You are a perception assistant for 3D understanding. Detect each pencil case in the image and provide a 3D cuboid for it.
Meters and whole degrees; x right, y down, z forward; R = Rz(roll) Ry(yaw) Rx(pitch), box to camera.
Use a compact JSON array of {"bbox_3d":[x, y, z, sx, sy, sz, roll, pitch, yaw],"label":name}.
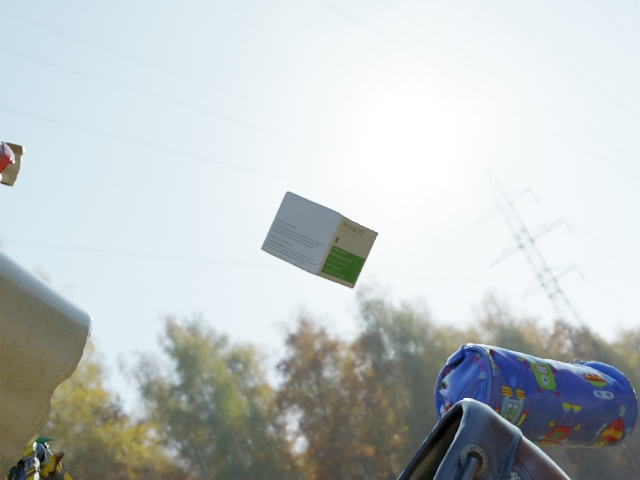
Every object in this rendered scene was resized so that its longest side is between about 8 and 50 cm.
[{"bbox_3d":[0.298,0.212,1.394,0.306,0.133,0.119,11,-40,-33],"label":"pencil case"}]

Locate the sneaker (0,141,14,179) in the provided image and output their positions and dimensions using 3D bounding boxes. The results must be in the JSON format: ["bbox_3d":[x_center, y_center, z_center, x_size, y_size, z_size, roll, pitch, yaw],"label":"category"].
[{"bbox_3d":[-0.416,-0.134,1.160,0.090,0.145,0.270,-58,9,-26],"label":"sneaker"}]

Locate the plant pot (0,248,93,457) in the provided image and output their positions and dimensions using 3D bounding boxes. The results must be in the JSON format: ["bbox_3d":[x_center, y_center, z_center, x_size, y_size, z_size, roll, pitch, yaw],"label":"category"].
[{"bbox_3d":[-0.485,0.122,1.343,0.305,0.333,0.334,31,-48,-17],"label":"plant pot"}]

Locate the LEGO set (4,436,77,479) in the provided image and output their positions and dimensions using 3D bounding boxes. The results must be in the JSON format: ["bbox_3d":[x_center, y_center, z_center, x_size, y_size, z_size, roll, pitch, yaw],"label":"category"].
[{"bbox_3d":[-0.382,0.298,0.973,0.255,0.331,0.192,-22,-63,18],"label":"LEGO set"}]

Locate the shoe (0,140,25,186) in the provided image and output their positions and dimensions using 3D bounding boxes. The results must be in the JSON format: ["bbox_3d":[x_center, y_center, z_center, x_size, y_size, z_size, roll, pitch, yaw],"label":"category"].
[{"bbox_3d":[-0.498,-0.117,1.340,0.219,0.058,0.077,10,-1,-36],"label":"shoe"}]

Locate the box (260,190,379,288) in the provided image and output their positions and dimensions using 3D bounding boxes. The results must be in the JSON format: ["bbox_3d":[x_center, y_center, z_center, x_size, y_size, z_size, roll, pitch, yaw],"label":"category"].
[{"bbox_3d":[0.000,0.000,1.326,0.101,0.102,0.087,24,-90,-56],"label":"box"}]

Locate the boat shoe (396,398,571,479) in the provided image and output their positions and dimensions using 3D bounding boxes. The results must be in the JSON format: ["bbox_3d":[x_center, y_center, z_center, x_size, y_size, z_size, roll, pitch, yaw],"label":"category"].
[{"bbox_3d":[-0.010,0.167,0.344,0.285,0.092,0.103,-39,-10,-23],"label":"boat shoe"}]
